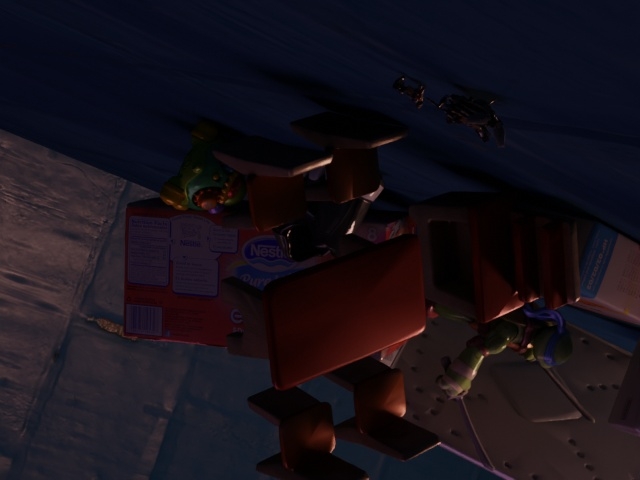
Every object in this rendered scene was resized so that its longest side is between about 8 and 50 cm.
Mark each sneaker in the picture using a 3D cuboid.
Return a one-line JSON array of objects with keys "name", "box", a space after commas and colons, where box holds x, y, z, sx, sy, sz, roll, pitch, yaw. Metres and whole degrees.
[{"name": "sneaker", "box": [-0.024, -0.034, 1.529, 0.078, 0.106, 0.234, 23, 176, -28]}]

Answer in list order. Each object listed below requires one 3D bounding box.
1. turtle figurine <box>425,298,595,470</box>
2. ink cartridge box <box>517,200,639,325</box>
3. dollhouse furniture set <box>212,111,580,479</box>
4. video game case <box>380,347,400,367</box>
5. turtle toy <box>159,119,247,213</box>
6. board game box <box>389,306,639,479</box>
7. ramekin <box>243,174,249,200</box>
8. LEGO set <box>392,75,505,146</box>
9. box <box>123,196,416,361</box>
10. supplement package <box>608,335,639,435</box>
[{"name": "turtle figurine", "box": [0.203, 0.143, 2.008, 0.266, 0.198, 0.274, 36, 152, 36]}, {"name": "ink cartridge box", "box": [0.231, 0.025, 1.306, 0.104, 0.061, 0.181, 18, 176, 44]}, {"name": "dollhouse furniture set", "box": [0.060, 0.036, 1.156, 0.259, 0.262, 0.135, -20, -158, -36]}, {"name": "video game case", "box": [0.057, 0.068, 2.059, 0.023, 0.183, 0.201, 9, 170, 42]}, {"name": "turtle toy", "box": [-0.113, -0.066, 1.591, 0.066, 0.095, 0.130, 27, 178, 7]}, {"name": "board game box", "box": [0.293, 0.226, 2.125, 0.390, 0.050, 0.390, 26, -146, 6]}, {"name": "ramekin", "box": [-0.076, -0.005, 2.112, 0.277, 0.135, 0.277, 20, 177, 1]}, {"name": "LEGO set", "box": [0.081, -0.080, 0.891, 0.083, 0.023, 0.054, 33, 180, 22]}, {"name": "box", "box": [-0.055, 0.035, 1.685, 0.300, 0.154, 0.142, 4, -172, 17]}, {"name": "supplement package", "box": [0.478, 0.193, 1.830, 0.203, 0.149, 0.194, 21, 177, 3]}]
